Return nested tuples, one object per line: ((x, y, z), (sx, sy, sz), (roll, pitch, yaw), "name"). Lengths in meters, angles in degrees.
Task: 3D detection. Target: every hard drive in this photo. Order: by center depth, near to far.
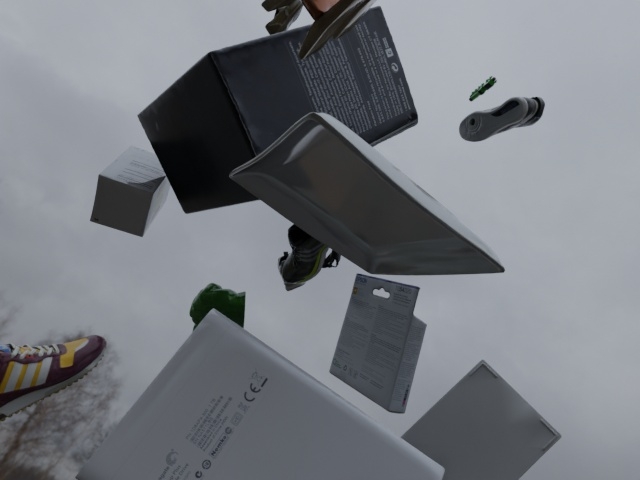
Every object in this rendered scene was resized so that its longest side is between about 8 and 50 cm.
((-0.050, 0.246, 0.486), (0.318, 0.210, 0.040), (33, -30, 5), "hard drive")

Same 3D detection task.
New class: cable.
((0.000, 0.000, 1.533), (0.150, 0.047, 0.185), (5, -83, 16), "cable")

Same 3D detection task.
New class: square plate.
((0.052, -0.050, 0.718), (0.344, 0.049, 0.347), (34, -18, -20), "square plate")

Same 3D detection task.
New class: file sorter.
((0.313, 0.430, 0.968), (0.193, 0.277, 0.173), (46, -5, 28), "file sorter")

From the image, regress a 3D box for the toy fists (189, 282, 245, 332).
((-0.279, 0.211, 1.255), (0.142, 0.096, 0.279), (3, -36, -10), "toy fists")

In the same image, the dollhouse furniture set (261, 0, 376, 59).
((-0.055, -0.296, 0.369), (0.135, 0.259, 0.262), (-28, -74, 44), "dollhouse furniture set")

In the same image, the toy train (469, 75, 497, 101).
((0.320, -0.298, 0.911), (0.017, 0.024, 0.083), (37, -13, -5), "toy train")

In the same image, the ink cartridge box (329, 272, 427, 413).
((0.167, 0.277, 1.329), (0.071, 0.330, 0.324), (19, -5, -26), "ink cartridge box")

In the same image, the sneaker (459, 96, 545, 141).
((0.471, -0.304, 1.178), (0.121, 0.079, 0.216), (-8, 0, -26), "sneaker")

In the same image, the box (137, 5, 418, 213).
((-0.113, -0.300, 1.135), (0.479, 0.471, 0.298), (-3, -64, 53), "box")

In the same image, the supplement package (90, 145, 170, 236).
((-0.490, -0.136, 1.223), (0.133, 0.244, 0.139), (18, -64, -12), "supplement package")

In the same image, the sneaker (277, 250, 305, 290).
((-0.099, 0.084, 1.641), (0.105, 0.281, 0.115), (-21, -79, -2), "sneaker")

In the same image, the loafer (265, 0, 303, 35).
((-0.086, -0.562, 1.142), (0.050, 0.148, 0.056), (33, -20, -9), "loafer")

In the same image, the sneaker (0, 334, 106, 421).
((-0.369, 0.157, 0.580), (0.069, 0.185, 0.084), (1, -65, 46), "sneaker")

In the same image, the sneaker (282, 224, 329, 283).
((-0.042, 0.007, 1.192), (0.121, 0.111, 0.300), (0, -42, -36), "sneaker")
